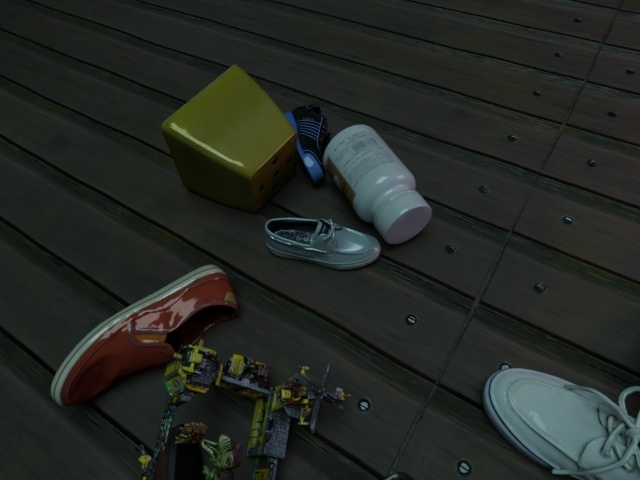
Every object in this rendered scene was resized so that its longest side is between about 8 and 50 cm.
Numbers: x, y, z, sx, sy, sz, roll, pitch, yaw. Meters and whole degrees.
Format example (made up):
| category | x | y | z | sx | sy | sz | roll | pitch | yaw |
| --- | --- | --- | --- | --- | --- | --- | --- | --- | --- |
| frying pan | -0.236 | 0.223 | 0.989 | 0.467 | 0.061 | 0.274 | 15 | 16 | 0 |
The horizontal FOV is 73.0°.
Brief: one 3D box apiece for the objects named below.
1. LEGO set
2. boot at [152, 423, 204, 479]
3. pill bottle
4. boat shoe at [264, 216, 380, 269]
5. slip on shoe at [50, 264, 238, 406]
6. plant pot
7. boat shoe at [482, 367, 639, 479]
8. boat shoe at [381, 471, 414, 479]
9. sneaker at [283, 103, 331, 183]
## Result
| category | x | y | z | sx | sy | sz | roll | pitch | yaw |
| --- | --- | --- | --- | --- | --- | --- | --- | --- | --- |
| LEGO set | -0.097 | 0.277 | 0.537 | 0.254 | 0.192 | 0.332 | 34 | 47 | -21 |
| boot | -0.312 | 0.411 | 0.608 | 0.280 | 0.096 | 0.264 | -10 | 63 | 10 |
| pill bottle | 0.110 | -0.109 | 0.847 | 0.131 | 0.131 | 0.229 | -26 | 58 | -10 |
| boat shoe | 0.000 | -0.001 | 0.820 | 0.227 | 0.081 | 0.079 | 6 | 58 | 11 |
| slip on shoe | -0.285 | 0.168 | 0.730 | 0.331 | 0.123 | 0.101 | -34 | 63 | -20 |
| plant pot | -0.163 | -0.187 | 0.902 | 0.187 | 0.212 | 0.212 | 35 | 67 | 12 |
| boat shoe | 0.394 | 0.270 | 0.546 | 0.367 | 0.157 | 0.136 | 31 | 65 | 24 |
| boat shoe | 0.050 | 0.388 | 0.585 | 0.206 | 0.075 | 0.065 | -29 | 15 | -5 |
| sneaker | -0.015 | -0.228 | 0.972 | 0.090 | 0.081 | 0.232 | -21 | 55 | 2 |
